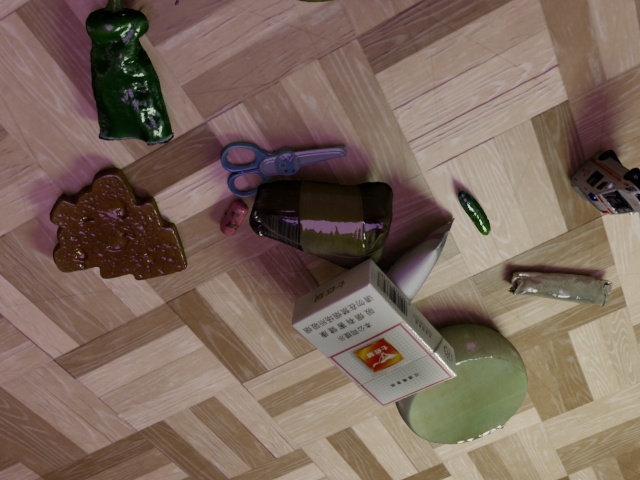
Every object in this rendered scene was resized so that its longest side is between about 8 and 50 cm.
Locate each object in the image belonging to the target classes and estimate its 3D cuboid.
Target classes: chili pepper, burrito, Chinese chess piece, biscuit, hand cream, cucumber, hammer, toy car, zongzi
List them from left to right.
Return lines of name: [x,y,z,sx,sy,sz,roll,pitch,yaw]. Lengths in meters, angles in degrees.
biscuit: [-0.424,-0.005,1.281,0.302,0.043,0.278,32,112,-27]
chili pepper: [-0.347,-0.304,1.061,0.136,0.099,0.270,13,131,13]
hammer: [-0.187,-0.048,1.287,0.043,0.043,0.083,22,119,-21]
zongzi: [0.000,0.000,1.303,0.290,0.154,0.317,6,144,2]
hand cream: [0.178,0.099,1.375,0.118,0.185,0.358,40,118,6]
Chinese chess piece: [0.364,0.377,1.576,0.350,0.146,0.349,-6,124,-9]
cucumber: [0.346,-0.068,1.350,0.037,0.037,0.155,-33,123,14]
burrito: [0.596,0.121,1.500,0.275,0.059,0.082,5,116,-11]
toy car: [0.614,-0.109,1.256,0.108,0.209,0.089,-39,109,16]

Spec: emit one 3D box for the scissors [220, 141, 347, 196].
scissors: [-0.072,-0.161,1.232,0.256,0.030,0.125,-10,127,1]

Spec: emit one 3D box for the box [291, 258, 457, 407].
box: [0.124,0.213,1.318,0.210,0.095,0.330,-31,119,26]

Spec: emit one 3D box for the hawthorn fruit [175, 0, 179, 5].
hawthorn fruit: [-0.225,-0.482,0.934,0.163,0.162,0.203,-22,141,7]
